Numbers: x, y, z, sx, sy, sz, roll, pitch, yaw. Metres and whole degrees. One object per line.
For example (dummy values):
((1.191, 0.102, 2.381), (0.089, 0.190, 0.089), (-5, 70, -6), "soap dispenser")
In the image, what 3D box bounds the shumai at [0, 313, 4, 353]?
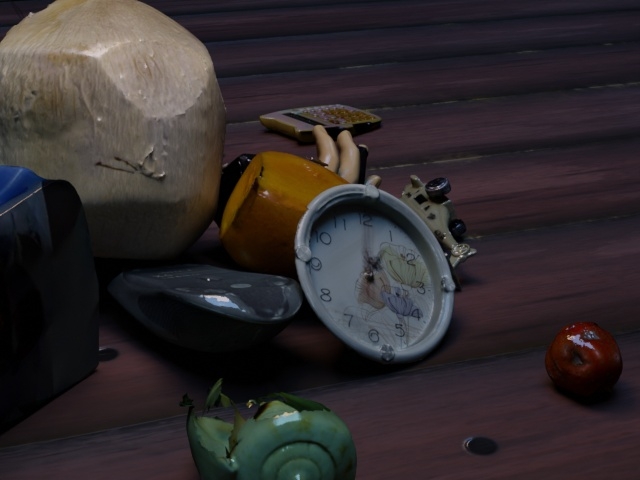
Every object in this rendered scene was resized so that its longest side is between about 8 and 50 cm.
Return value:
((-0.405, 0.170, 0.998), (0.283, 0.217, 0.346), (-18, 29, -25), "shumai")

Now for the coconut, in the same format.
((-0.287, -0.154, 1.530), (0.346, 0.360, 0.346), (4, 1, 0), "coconut")

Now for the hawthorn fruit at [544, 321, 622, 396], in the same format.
((0.303, 0.140, 1.305), (0.093, 0.093, 0.093), (1, 23, 0), "hawthorn fruit")

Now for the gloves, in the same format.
((-0.027, -0.071, 1.687), (0.301, 0.152, 0.197), (-25, -3, -37), "gloves")

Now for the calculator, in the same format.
((0.008, -0.229, 2.210), (0.236, 0.033, 0.157), (-15, 27, -38), "calculator")

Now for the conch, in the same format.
((-0.066, 0.186, 1.100), (0.143, 0.137, 0.250), (-12, 26, -26), "conch")

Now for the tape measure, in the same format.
((-0.375, 0.069, 1.229), (0.138, 0.259, 0.262), (12, 30, 26), "tape measure")

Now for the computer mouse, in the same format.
((-0.162, 0.079, 1.424), (0.167, 0.090, 0.379), (-4, 10, -35), "computer mouse")

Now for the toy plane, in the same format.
((0.165, -0.021, 1.669), (0.108, 0.092, 0.286), (-25, 27, -5), "toy plane")

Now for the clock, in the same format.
((0.059, 0.045, 1.404), (0.236, 0.236, 0.053), (-21, -12, -41), "clock")

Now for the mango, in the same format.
((0.000, 0.000, 1.503), (0.257, 0.138, 0.187), (31, 41, -13), "mango")
